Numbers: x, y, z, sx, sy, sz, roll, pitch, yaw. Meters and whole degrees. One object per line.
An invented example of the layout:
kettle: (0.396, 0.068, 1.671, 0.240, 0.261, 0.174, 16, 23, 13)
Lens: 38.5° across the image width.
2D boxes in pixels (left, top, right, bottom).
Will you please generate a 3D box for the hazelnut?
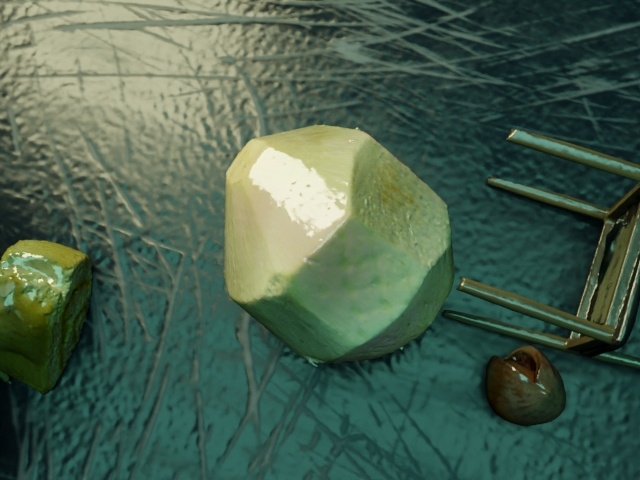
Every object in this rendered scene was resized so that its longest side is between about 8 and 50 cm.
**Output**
hazelnut: (0.202, 0.143, 0.900, 0.087, 0.086, 0.086, -1, 78, 3)

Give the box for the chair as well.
chair: (0.277, 0.026, 0.877, 0.272, 0.166, 0.188, 18, 78, 6)

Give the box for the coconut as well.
coconut: (0.000, 0.000, 0.865, 0.237, 0.237, 0.197, 37, 85, 9)

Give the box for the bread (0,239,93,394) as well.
bread: (-0.296, 0.074, 0.928, 0.103, 0.110, 0.156, 15, 81, -1)
